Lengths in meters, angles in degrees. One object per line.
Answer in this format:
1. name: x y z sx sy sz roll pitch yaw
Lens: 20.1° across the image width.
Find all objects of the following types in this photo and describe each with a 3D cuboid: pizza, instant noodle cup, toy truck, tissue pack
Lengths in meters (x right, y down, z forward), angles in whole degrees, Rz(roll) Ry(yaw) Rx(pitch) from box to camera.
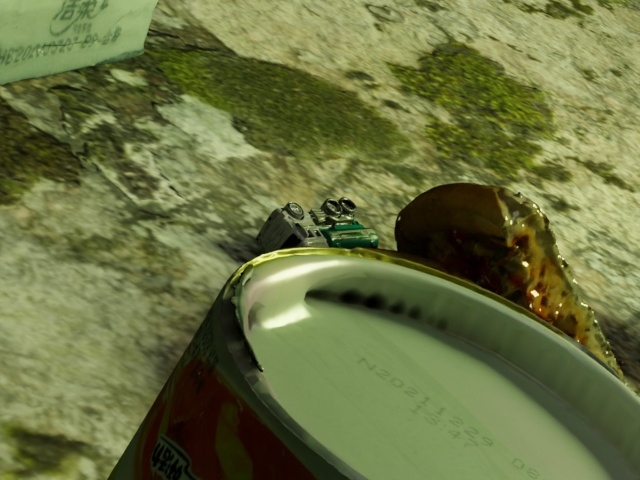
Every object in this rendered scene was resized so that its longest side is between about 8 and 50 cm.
1. pizza: 0.119 0.047 1.118 0.193 0.053 0.201 45 -18 4
2. instant noodle cup: 0.021 0.139 0.709 0.264 0.200 0.264 22 23 -10
3. toy truck: 0.000 0.000 1.179 0.083 0.039 0.044 -5 51 -51
4. tissue pack: -0.292 -0.228 1.291 0.315 0.103 0.228 33 27 20

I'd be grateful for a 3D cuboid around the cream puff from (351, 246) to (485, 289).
1. cream puff: 0.049 0.070 1.023 0.149 0.084 0.149 21 29 -12
